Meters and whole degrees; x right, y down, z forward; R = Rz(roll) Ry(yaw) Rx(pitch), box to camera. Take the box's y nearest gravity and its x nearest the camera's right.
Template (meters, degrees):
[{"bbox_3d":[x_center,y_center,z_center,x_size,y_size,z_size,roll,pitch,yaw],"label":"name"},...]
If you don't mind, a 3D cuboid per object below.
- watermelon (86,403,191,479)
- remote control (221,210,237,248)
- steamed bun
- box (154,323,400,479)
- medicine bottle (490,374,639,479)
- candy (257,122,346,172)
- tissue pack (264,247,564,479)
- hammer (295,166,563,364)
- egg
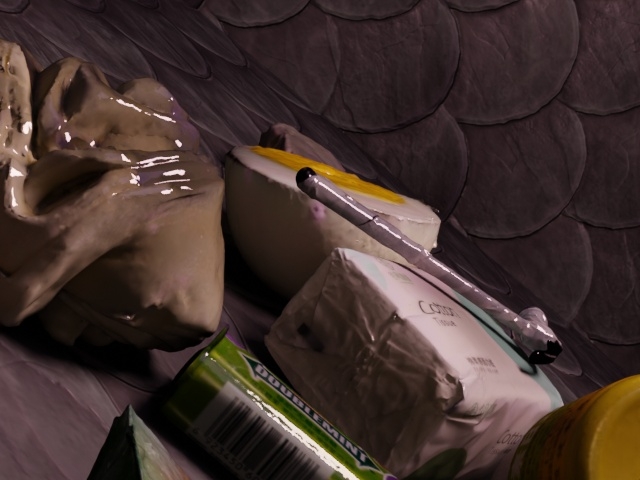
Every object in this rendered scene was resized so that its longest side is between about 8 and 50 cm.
[{"bbox_3d":[-0.086,0.285,0.785,0.302,0.151,0.264,53,3,-29],"label":"watermelon"},{"bbox_3d":[-0.124,-0.011,1.862,0.077,0.022,0.245,46,15,32],"label":"remote control"},{"bbox_3d":[-0.235,-0.058,1.214,0.352,0.247,0.339,52,18,26],"label":"steamed bun"},{"bbox_3d":[-0.002,0.232,1.233,0.345,0.097,0.134,40,11,1],"label":"box"},{"bbox_3d":[0.331,0.290,1.408,0.224,0.224,0.384,42,-18,5],"label":"medicine bottle"},{"bbox_3d":[-0.044,-0.093,2.103,0.185,0.137,0.195,34,16,-24],"label":"candy"},{"bbox_3d":[0.133,0.171,1.596,0.266,0.194,0.356,48,16,28],"label":"tissue pack"},{"bbox_3d":[0.142,0.031,1.590,0.427,0.044,0.152,34,13,-11],"label":"hammer"},{"bbox_3d":[0.000,0.000,1.752,0.337,0.201,0.337,15,10,-3],"label":"egg"}]
